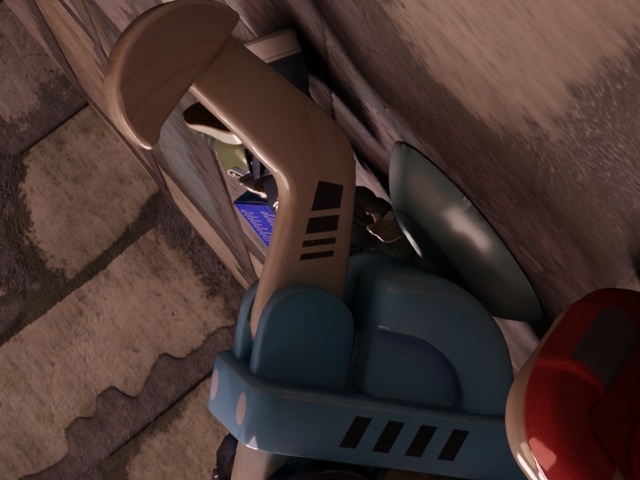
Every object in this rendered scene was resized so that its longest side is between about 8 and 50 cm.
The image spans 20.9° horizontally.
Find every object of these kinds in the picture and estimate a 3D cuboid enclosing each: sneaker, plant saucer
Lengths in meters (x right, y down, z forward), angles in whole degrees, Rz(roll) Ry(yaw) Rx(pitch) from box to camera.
[{"bbox_3d":[-0.043,-0.098,1.587,0.226,0.086,0.163,-177,65,-79],"label":"sneaker"},{"bbox_3d":[-0.106,-0.112,2.064,0.192,0.064,0.086,29,143,64],"label":"sneaker"},{"bbox_3d":[0.110,0.004,1.475,0.195,0.037,0.195,50,172,10],"label":"plant saucer"}]

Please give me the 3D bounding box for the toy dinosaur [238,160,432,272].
[{"bbox_3d":[0.066,0.021,1.633,0.313,0.121,0.160,43,-161,-9],"label":"toy dinosaur"}]

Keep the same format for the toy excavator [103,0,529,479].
[{"bbox_3d":[0.007,0.052,1.444,0.432,0.445,0.222,10,-177,-15],"label":"toy excavator"}]

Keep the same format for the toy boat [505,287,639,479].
[{"bbox_3d":[0.235,0.138,1.094,0.151,0.151,0.231,-12,121,49],"label":"toy boat"}]

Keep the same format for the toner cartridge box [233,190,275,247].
[{"bbox_3d":[0.000,0.000,1.977,0.165,0.075,0.348,54,172,-8],"label":"toner cartridge box"}]
